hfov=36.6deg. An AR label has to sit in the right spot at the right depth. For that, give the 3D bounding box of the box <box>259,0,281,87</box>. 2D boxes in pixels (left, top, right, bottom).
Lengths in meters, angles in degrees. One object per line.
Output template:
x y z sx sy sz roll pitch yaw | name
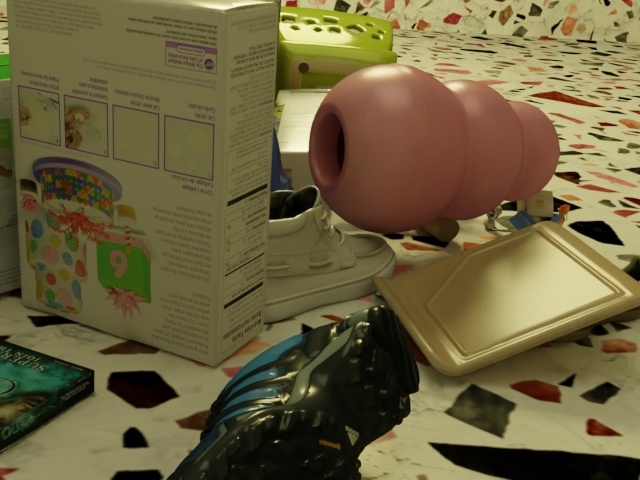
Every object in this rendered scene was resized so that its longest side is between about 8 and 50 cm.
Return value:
-0.158 -0.215 1.402 0.177 0.279 0.290 5 19 0 | box

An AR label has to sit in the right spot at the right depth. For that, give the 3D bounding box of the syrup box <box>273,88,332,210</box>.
-0.025 -0.138 1.422 0.096 0.093 0.237 0 30 3 | syrup box

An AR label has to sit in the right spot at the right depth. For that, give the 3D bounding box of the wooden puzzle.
0.195 0.059 1.014 0.239 0.044 0.221 -16 24 -8 | wooden puzzle

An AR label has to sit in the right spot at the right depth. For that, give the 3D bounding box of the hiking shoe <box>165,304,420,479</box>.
-0.039 0.157 0.708 0.132 0.113 0.304 -18 10 37 | hiking shoe

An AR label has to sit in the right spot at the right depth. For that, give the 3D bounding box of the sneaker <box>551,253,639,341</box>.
0.291 0.057 1.059 0.188 0.071 0.066 -11 25 -38 | sneaker

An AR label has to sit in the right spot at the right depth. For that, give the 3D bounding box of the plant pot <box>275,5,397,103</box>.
0.009 -0.253 1.636 0.227 0.228 0.207 5 27 -9 | plant pot

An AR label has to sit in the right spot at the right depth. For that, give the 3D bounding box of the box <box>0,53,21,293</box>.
-0.335 -0.075 1.044 0.127 0.231 0.262 18 24 30 | box

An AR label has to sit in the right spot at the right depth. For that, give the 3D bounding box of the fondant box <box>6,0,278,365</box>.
-0.171 -0.071 0.923 0.238 0.330 0.096 14 22 24 | fondant box

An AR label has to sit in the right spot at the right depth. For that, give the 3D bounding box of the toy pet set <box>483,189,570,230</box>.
0.292 -0.024 1.335 0.122 0.065 0.114 4 -15 -9 | toy pet set

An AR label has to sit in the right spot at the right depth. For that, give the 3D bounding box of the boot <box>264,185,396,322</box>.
0.000 0.000 1.071 0.095 0.123 0.258 20 25 35 | boot

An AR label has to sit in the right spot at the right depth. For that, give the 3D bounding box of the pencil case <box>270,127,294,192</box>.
-0.089 -0.089 1.080 0.119 0.306 0.133 -23 56 -8 | pencil case

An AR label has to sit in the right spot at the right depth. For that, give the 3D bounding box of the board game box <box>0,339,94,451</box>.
-0.305 0.119 0.817 0.186 0.026 0.126 13 21 21 | board game box

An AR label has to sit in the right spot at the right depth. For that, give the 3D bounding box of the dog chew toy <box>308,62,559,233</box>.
0.156 -0.112 1.212 0.332 0.206 0.206 -1 20 -26 | dog chew toy

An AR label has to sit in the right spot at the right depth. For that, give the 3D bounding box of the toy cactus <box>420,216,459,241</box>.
0.137 -0.064 1.342 0.219 0.112 0.180 3 28 -31 | toy cactus
